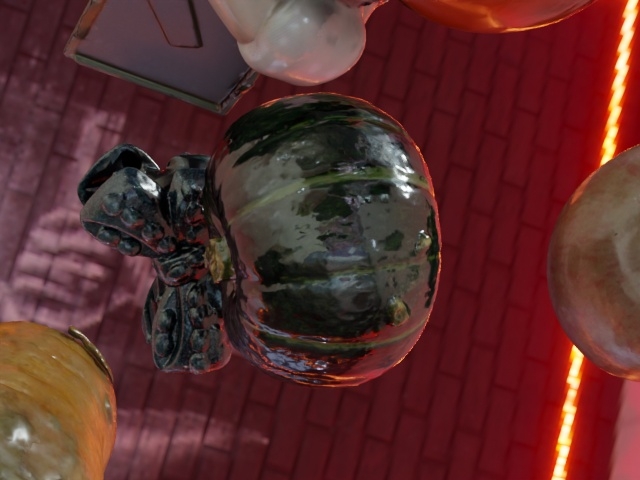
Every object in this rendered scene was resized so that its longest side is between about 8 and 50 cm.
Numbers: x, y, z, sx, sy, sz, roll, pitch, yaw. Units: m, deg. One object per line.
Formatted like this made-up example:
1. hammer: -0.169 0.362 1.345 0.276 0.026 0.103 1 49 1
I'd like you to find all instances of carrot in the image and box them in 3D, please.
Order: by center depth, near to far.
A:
1. carrot: -0.287 0.209 1.160 0.341 0.224 0.224 -91 -158 -76

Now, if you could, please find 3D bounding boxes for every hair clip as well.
1. hair clip: -0.170 0.014 1.803 0.194 0.206 0.310 -123 -172 -62

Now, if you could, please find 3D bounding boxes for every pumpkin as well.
1. pumpkin: 0.000 0.000 1.510 0.323 0.241 0.323 170 -90 -74

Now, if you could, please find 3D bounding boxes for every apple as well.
1. apple: 0.453 0.027 1.731 0.269 0.344 0.345 -101 -149 -81

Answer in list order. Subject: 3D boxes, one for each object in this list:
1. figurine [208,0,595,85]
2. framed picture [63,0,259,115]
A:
1. figurine: 0.078 -0.217 0.881 0.323 0.320 0.196 -19 -105 34
2. framed picture: -0.144 -0.226 1.484 0.281 0.208 0.019 -39 -144 57
